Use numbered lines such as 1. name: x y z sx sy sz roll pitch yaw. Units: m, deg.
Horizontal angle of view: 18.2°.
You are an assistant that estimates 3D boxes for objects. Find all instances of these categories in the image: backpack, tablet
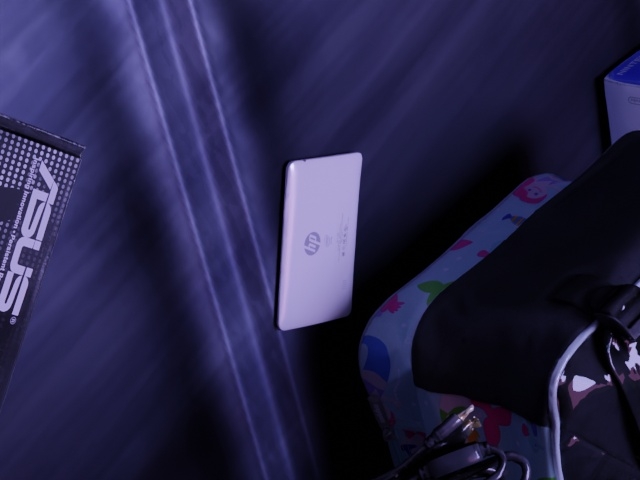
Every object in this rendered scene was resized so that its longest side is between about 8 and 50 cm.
1. backpack: 0.151 0.096 1.032 0.225 0.191 0.253 -40 122 -31
2. tablet: 0.000 0.000 0.970 0.054 0.006 0.083 -10 108 -48

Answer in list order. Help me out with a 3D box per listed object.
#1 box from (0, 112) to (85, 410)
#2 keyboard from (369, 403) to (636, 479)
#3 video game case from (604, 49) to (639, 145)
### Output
1. box: -0.187 0.028 0.726 0.184 0.045 0.190 22 84 -48
2. keyboard: 0.011 0.187 0.892 0.317 0.033 0.201 -22 123 -9
3. video game case: 0.282 -0.042 1.250 0.269 0.061 0.244 -35 124 -39
